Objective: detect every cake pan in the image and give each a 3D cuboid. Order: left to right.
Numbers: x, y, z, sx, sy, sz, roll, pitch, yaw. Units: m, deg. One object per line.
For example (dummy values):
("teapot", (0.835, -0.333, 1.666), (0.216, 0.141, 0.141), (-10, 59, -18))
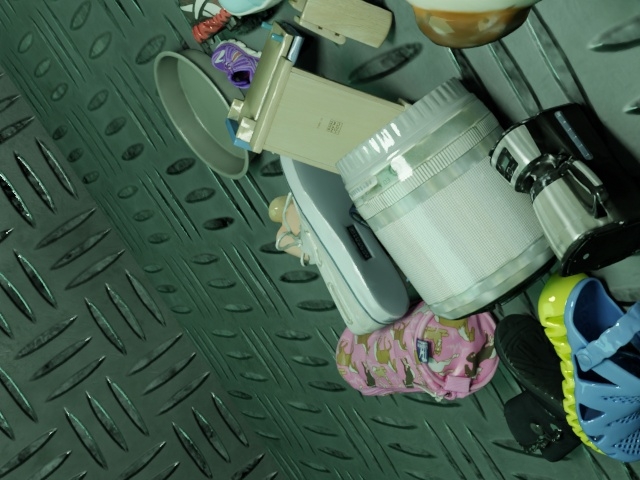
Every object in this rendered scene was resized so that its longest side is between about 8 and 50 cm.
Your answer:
("cake pan", (-0.223, -0.258, 1.936), (0.293, 0.054, 0.293), (41, 154, 25))

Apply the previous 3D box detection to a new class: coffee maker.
("coffee maker", (0.310, -0.062, 1.143), (0.120, 0.171, 0.178), (-53, 52, 40))

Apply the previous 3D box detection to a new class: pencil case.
("pencil case", (0.162, 0.196, 1.722), (0.160, 0.167, 0.386), (60, 159, -4))

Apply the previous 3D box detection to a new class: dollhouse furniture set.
("dollhouse furniture set", (0.004, -0.252, 1.491), (0.198, 0.286, 0.303), (17, -165, -18))

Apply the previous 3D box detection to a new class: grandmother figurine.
("grandmother figurine", (0.041, 0.030, 1.805), (0.342, 0.104, 0.207), (30, 157, 46))

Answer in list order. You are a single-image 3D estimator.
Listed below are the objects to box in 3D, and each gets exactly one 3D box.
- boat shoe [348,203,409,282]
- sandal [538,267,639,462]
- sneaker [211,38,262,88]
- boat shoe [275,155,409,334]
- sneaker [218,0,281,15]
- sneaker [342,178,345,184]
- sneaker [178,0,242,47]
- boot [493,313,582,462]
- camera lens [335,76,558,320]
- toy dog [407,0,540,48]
("boat shoe", (0.151, 0.017, 1.591), (0.258, 0.089, 0.109), (40, 154, 27))
("sandal", (0.406, 0.185, 1.330), (0.138, 0.126, 0.317), (10, 134, 52))
("sneaker", (-0.147, -0.307, 1.708), (0.170, 0.071, 0.068), (26, 145, 47))
("boat shoe", (0.006, -0.001, 1.672), (0.156, 0.136, 0.367), (-36, 81, 39))
("sneaker", (-0.087, -0.411, 1.284), (0.135, 0.150, 0.366), (57, 145, 5))
("sneaker", (0.122, -0.082, 1.511), (0.252, 0.103, 0.111), (35, 156, 48))
("sneaker", (-0.165, -0.408, 1.564), (0.135, 0.098, 0.276), (56, 158, -12))
("boot", (0.340, 0.247, 1.560), (0.246, 0.094, 0.207), (44, 152, 5))
("camera lens", (0.178, -0.049, 1.287), (0.274, 0.219, 0.219), (53, 157, -2))
("toy dog", (0.210, -0.278, 0.721), (0.408, 0.395, 0.284), (-3, 131, 52))
